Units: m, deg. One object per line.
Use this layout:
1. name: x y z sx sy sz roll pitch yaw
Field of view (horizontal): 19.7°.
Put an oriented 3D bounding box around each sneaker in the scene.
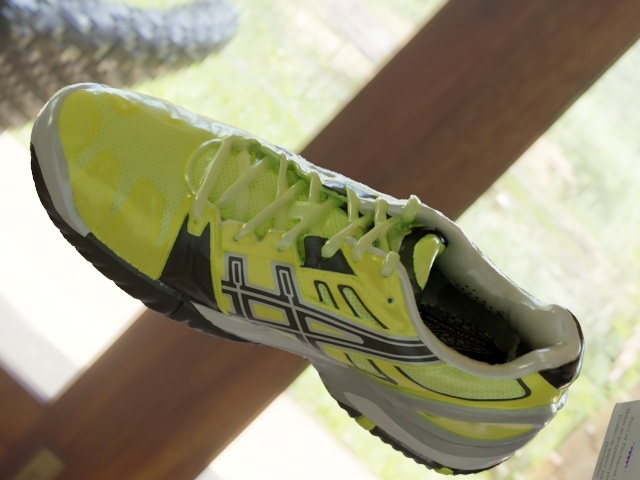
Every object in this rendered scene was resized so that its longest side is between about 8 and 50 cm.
1. sneaker: 0.000 0.000 1.167 0.384 0.147 0.145 29 53 -11

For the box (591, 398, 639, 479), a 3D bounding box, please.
1. box: 0.279 0.167 0.894 0.324 0.067 0.063 27 -19 -18
